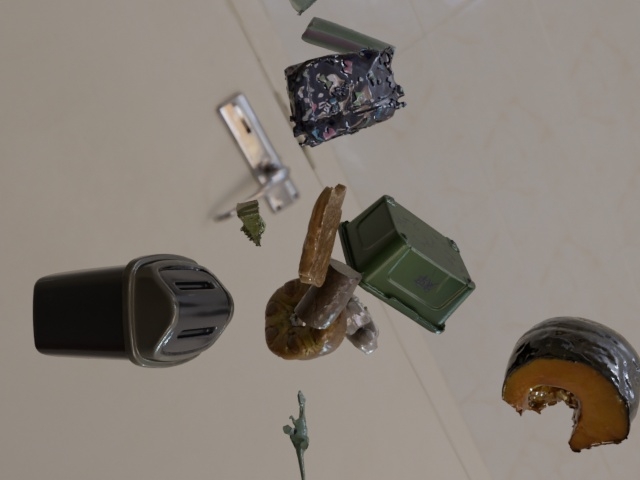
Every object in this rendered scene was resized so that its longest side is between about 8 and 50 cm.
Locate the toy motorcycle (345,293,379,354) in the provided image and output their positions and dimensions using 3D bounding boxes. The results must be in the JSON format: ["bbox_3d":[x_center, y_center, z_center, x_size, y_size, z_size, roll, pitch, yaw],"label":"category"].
[{"bbox_3d":[0.095,0.226,2.276,0.107,0.341,0.223,-35,-122,-5],"label":"toy motorcycle"}]

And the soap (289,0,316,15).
[{"bbox_3d":[0.016,-0.495,1.338,0.150,0.094,0.261,-37,-160,45],"label":"soap"}]

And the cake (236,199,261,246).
[{"bbox_3d":[-0.151,-0.040,1.863,0.055,0.140,0.051,-20,-126,3],"label":"cake"}]

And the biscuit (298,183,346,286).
[{"bbox_3d":[0.000,0.000,1.248,0.035,0.250,0.162,22,-123,13],"label":"biscuit"}]

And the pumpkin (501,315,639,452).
[{"bbox_3d":[0.593,0.315,1.853,0.256,0.303,0.225,-56,177,34],"label":"pumpkin"}]

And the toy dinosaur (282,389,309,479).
[{"bbox_3d":[-0.039,0.407,1.623,0.044,0.187,0.106,-13,180,6],"label":"toy dinosaur"}]

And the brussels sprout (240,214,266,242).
[{"bbox_3d":[-0.169,-0.032,2.053,0.085,0.058,0.085,-51,-154,37],"label":"brussels sprout"}]

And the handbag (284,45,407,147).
[{"bbox_3d":[0.043,-0.275,1.508,0.260,0.162,0.113,-24,-163,-35],"label":"handbag"}]

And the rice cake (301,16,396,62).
[{"bbox_3d":[0.068,-0.470,1.899,0.221,0.042,0.080,21,-134,3],"label":"rice cake"}]

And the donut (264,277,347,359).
[{"bbox_3d":[-0.038,0.197,1.995,0.226,0.113,0.227,-15,-116,33],"label":"donut"}]

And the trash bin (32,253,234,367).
[{"bbox_3d":[-0.309,0.117,1.313,0.290,0.182,0.209,-4,177,25],"label":"trash bin"}]

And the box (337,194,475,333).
[{"bbox_3d":[0.218,0.051,1.966,0.178,0.328,0.253,-44,-148,19],"label":"box"}]

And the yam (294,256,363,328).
[{"bbox_3d":[0.015,0.101,1.513,0.127,0.084,0.084,-59,-161,17],"label":"yam"}]
